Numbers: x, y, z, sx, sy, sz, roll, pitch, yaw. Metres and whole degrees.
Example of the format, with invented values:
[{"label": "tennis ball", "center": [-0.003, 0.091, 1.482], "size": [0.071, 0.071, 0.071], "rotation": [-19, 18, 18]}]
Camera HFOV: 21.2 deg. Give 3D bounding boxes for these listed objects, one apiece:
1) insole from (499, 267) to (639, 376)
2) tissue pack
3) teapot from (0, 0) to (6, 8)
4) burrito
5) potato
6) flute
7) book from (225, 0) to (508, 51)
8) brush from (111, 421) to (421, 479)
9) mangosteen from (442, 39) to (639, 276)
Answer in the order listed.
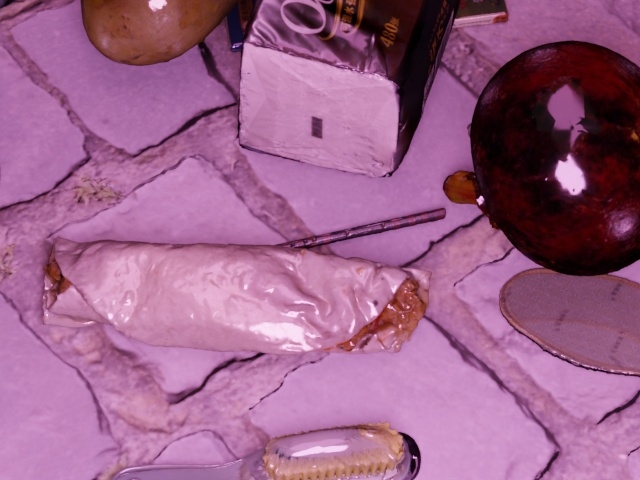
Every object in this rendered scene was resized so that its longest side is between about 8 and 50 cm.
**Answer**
[{"label": "insole", "center": [0.341, 0.105, 1.686], "size": [0.348, 0.009, 0.119], "rotation": [23, 58, 17]}, {"label": "tissue pack", "center": [0.048, -0.264, 1.830], "size": [0.198, 0.210, 0.370], "rotation": [17, 60, 3]}, {"label": "teapot", "center": [-0.364, -0.302, 1.971], "size": [0.063, 0.049, 0.083], "rotation": [20, 57, 15]}, {"label": "burrito", "center": [-0.089, 0.058, 1.695], "size": [0.392, 0.076, 0.117], "rotation": [5, 65, 7]}, {"label": "potato", "center": [-0.161, -0.330, 1.905], "size": [0.210, 0.173, 0.307], "rotation": [15, 62, 25]}, {"label": "flute", "center": [0.000, 0.000, 1.768], "size": [0.269, 0.014, 0.014], "rotation": [-12, 55, -7]}, {"label": "book", "center": [0.042, -0.323, 1.996], "size": [0.322, 0.018, 0.228], "rotation": [-7, 54, -4]}, {"label": "brush", "center": [-0.052, 0.209, 1.592], "size": [0.297, 0.060, 0.068], "rotation": [-8, 57, -5]}, {"label": "mangosteen", "center": [0.229, -0.072, 1.712], "size": [0.261, 0.235, 0.235], "rotation": [-20, 44, 37]}]
